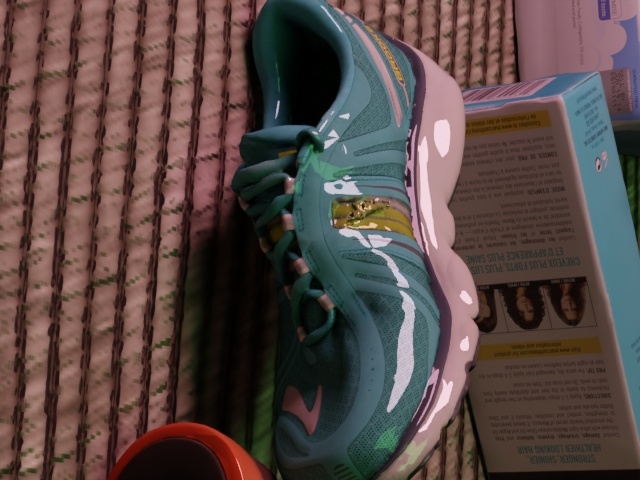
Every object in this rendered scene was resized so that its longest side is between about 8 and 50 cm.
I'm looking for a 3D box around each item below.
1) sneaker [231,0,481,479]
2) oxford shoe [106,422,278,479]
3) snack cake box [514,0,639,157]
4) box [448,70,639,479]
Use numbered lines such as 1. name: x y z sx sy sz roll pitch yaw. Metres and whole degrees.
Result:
1. sneaker: 0.000 0.000 0.815 0.110 0.107 0.275 36 38 -36
2. oxford shoe: -0.043 0.216 0.729 0.098 0.097 0.271 37 55 -55
3. snack cake box: 0.227 -0.136 1.194 0.264 0.089 0.152 2 83 -56
4. box: 0.128 0.034 1.007 0.060 0.101 0.244 -33 113 -54
